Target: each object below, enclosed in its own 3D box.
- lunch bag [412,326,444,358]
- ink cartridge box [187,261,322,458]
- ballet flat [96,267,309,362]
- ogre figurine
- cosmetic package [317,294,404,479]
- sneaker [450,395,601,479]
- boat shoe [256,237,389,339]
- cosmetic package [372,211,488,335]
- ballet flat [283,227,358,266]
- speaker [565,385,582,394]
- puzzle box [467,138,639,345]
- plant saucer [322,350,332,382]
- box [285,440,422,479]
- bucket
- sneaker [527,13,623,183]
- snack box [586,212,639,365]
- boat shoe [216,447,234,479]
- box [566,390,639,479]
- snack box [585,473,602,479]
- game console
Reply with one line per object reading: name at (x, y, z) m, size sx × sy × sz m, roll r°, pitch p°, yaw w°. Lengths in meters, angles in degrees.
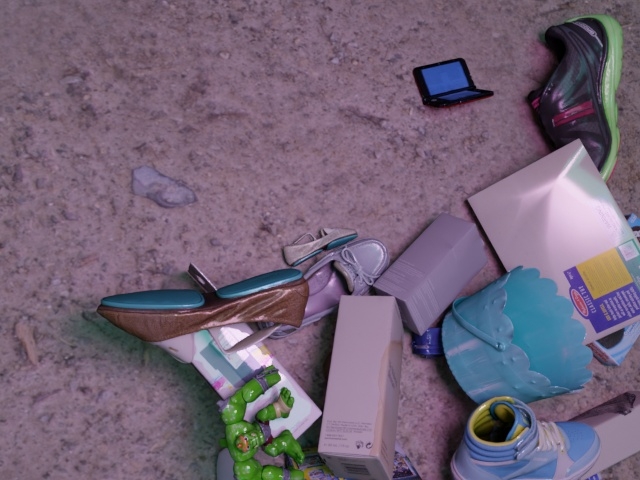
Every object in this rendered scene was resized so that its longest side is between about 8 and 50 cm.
lunch bag at (0.242, 0.219, 1.389) m, size 0.098 × 0.067 × 0.065 m, roll -2°, pitch 82°, yaw -16°
ink cartridge box at (-0.170, 0.215, 1.201) m, size 0.119 × 0.207 × 0.353 m, roll -40°, pitch 92°, yaw -14°
ballet flat at (-0.180, 0.130, 1.060) m, size 0.342 × 0.116 × 0.124 m, roll -8°, pitch 102°, yaw -19°
ogre figurine at (-0.098, 0.316, 1.055) m, size 0.118 × 0.097 × 0.197 m, roll -12°, pitch 104°, yaw -28°
cosmetic package at (0.084, 0.274, 1.224) m, size 0.113 × 0.160 × 0.309 m, roll 0°, pitch 56°, yaw 16°
sneaker at (0.417, 0.380, 1.258) m, size 0.319 × 0.208 × 0.127 m, roll -10°, pitch 40°, yaw -12°
boat shoe at (0.017, 0.095, 1.327) m, size 0.320 × 0.103 × 0.118 m, roll -29°, pitch 90°, yaw -18°
cosmetic package at (0.236, 0.067, 1.371) m, size 0.238 × 0.107 × 0.127 m, roll -45°, pitch 131°, yaw -21°
ballet flat at (0.000, 0.000, 1.364) m, size 0.168 × 0.057 × 0.052 m, roll -24°, pitch 79°, yaw -18°
speaker at (0.513, 0.319, 1.457) m, size 0.136 × 0.055 × 0.055 m, roll 2°, pitch 81°, yaw -15°
puzzle box at (0.540, 0.020, 1.430) m, size 0.272 × 0.052 × 0.409 m, roll -28°, pitch 85°, yaw 14°
plant saucer at (0.042, 0.266, 1.353) m, size 0.083 × 0.015 × 0.083 m, roll 2°, pitch 80°, yaw -15°
box at (0.062, 0.455, 1.254) m, size 0.233 × 0.159 × 0.044 m, roll -3°, pitch 109°, yaw -16°
bucket at (0.394, 0.204, 1.325) m, size 0.281 × 0.183 × 0.281 m, roll 25°, pitch 49°, yaw -31°
sneaker at (0.591, -0.290, 1.537) m, size 0.202 × 0.185 × 0.483 m, roll 3°, pitch 81°, yaw 12°
snack box at (0.706, 0.113, 1.540) m, size 0.187 × 0.060 × 0.322 m, roll 42°, pitch 73°, yaw -4°
boat shoe at (-0.098, 0.525, 1.235) m, size 0.102 × 0.108 × 0.301 m, roll -13°, pitch 70°, yaw -49°
box at (0.637, 0.429, 1.446) m, size 0.275 × 0.113 × 0.094 m, roll -18°, pitch 86°, yaw -19°
snack box at (0.554, 0.572, 1.446) m, size 0.178 × 0.022 × 0.064 m, roll -21°, pitch 86°, yaw -17°
game console at (0.305, -0.363, 1.492) m, size 0.144 × 0.124 × 0.085 m, roll -17°, pitch 113°, yaw -17°
